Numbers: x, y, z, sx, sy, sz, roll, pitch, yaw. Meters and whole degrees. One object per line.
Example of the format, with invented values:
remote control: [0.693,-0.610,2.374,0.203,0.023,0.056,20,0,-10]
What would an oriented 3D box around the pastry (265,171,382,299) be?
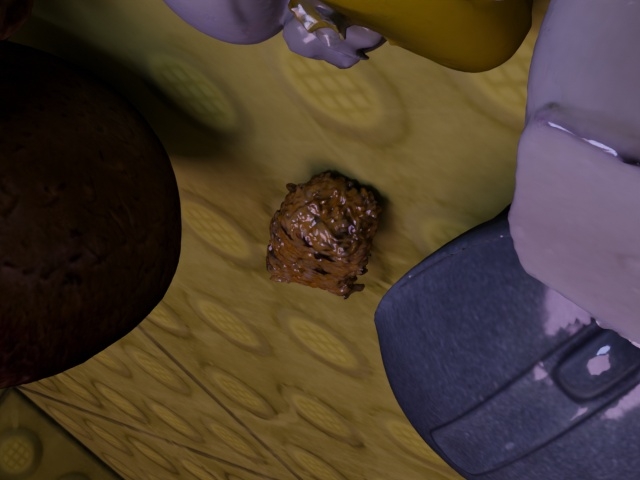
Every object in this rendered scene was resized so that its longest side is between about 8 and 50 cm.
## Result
pastry: [0.000,0.000,0.920,0.080,0.056,0.140,21,155,6]

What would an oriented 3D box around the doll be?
doll: [-0.021,-0.140,0.558,0.237,0.111,0.252,16,179,8]

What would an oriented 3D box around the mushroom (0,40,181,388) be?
mushroom: [-0.256,-0.027,0.897,0.345,0.345,0.239,24,145,29]

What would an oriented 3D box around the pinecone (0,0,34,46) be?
pinecone: [-0.266,-0.171,0.787,0.208,0.207,0.207,31,159,13]

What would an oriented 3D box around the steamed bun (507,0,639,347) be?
steamed bun: [0.191,-0.024,0.414,0.242,0.164,0.146,28,160,16]

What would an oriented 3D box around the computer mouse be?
computer mouse: [0.131,0.086,0.782,0.203,0.114,0.374,47,160,6]
